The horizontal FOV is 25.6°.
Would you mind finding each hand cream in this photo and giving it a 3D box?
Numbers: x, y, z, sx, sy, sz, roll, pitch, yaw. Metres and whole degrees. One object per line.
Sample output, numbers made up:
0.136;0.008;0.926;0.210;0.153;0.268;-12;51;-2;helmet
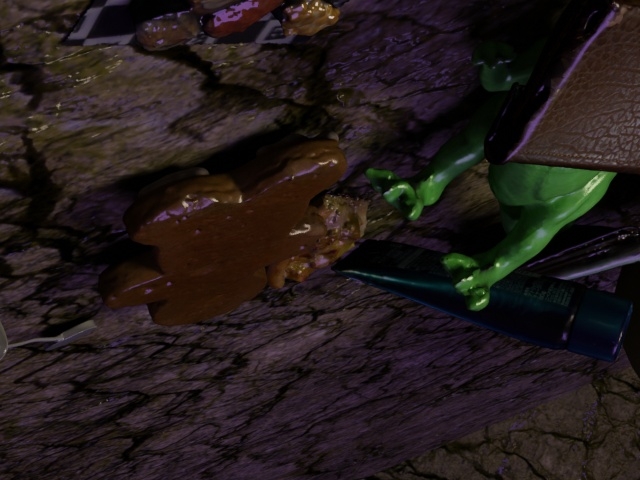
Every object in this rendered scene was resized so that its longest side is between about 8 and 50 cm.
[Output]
0.153;0.046;1.316;0.120;0.270;0.061;-38;143;-65;hand cream

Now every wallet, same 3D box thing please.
0.219;-0.101;0.955;0.243;0.039;0.133;1;130;-45;wallet
0.237;0.021;1.523;0.172;0.045;0.318;-19;-179;1;wallet

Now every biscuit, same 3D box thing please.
-0.087;0.001;1.151;0.197;0.049;0.301;-15;161;-14;biscuit

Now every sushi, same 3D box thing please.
-0.033;-0.141;0.825;0.201;0.031;0.139;-8;157;-42;sushi

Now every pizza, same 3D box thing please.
0.000;0.001;1.284;0.099;0.035;0.160;-15;161;-28;pizza

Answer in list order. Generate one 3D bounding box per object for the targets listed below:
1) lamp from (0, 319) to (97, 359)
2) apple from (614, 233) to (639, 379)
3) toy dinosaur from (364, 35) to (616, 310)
-0.250;0.074;1.197;0.050;0.056;0.198;-29;173;13;lamp
0.560;0.058;1.532;0.474;0.473;0.473;-22;163;-7;apple
0.235;-0.120;1.183;0.374;0.144;0.500;-46;166;23;toy dinosaur
